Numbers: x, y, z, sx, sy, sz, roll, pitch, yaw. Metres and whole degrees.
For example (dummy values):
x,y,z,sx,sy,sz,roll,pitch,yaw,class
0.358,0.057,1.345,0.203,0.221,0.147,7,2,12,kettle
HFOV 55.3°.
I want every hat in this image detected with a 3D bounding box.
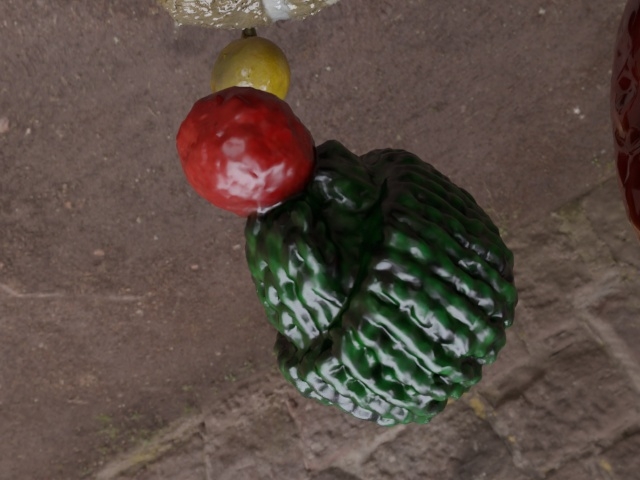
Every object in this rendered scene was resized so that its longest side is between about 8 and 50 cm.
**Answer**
x,y,z,sx,sy,sz,roll,pitch,yaw,class
0.000,0.000,0.578,0.332,0.274,0.242,35,106,-20,hat

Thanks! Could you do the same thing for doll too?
x,y,z,sx,sy,sz,roll,pitch,yaw,class
-0.080,-0.222,0.482,0.222,0.105,0.115,-6,171,-11,doll

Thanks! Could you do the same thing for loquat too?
x,y,z,sx,sy,sz,roll,pitch,yaw,class
-0.141,-0.336,1.237,0.150,0.204,0.172,7,166,-34,loquat

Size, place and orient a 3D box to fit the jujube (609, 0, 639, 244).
x,y,z,sx,sy,sz,roll,pitch,yaw,class
0.239,-0.092,0.264,0.197,0.290,0.197,16,170,3,jujube
